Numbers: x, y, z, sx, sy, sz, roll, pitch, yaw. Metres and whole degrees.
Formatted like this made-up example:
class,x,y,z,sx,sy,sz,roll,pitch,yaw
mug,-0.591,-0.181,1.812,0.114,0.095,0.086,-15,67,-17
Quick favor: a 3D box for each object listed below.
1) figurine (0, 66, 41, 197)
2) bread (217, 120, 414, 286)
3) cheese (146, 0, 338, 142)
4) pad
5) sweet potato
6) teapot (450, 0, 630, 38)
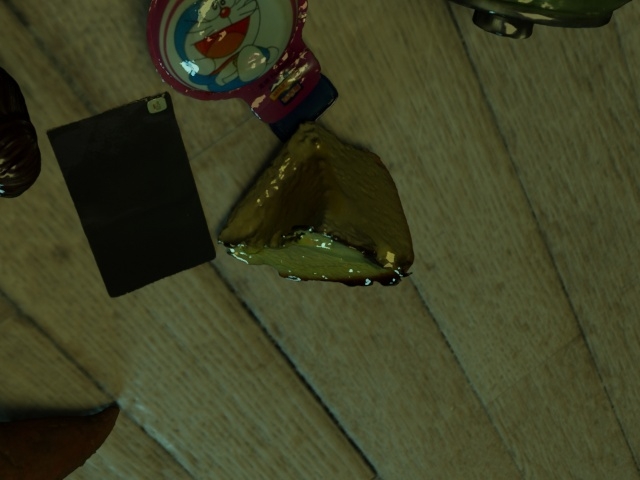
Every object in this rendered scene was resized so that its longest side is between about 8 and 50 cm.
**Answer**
class,x,y,z,sx,sy,sz,roll,pitch,yaw
figurine,-0.374,-0.076,0.634,0.315,0.168,0.187,-12,112,-31
bread,0.000,0.000,0.838,0.140,0.160,0.169,27,110,-36
cheese,-0.061,-0.171,0.771,0.155,0.062,0.244,-42,139,2
pad,-0.173,-0.038,0.830,0.116,0.004,0.193,-21,126,-14
sweet potato,-0.358,0.205,0.820,0.354,0.095,0.106,9,73,-34
teapot,0.167,-0.343,0.718,0.270,0.200,0.337,10,118,-3
